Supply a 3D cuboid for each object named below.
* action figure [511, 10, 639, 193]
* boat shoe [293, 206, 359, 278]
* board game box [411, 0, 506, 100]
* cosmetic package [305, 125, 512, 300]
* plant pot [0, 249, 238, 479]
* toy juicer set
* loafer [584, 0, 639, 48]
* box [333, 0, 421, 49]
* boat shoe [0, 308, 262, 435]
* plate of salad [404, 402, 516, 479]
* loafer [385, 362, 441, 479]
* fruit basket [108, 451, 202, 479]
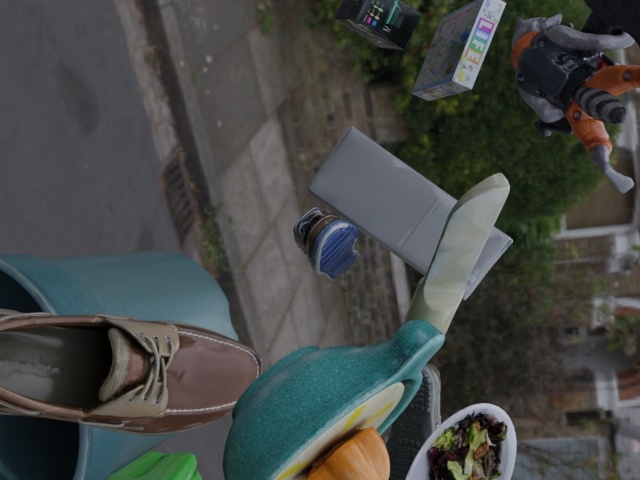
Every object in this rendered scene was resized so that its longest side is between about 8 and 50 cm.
[{"bbox_3d":[0.425,-0.286,1.302,0.330,0.178,0.341,49,-49,44],"label":"action figure"},{"bbox_3d":[0.000,0.000,0.975,0.066,0.066,0.183,46,-8,12],"label":"boat shoe"},{"bbox_3d":[0.159,-0.223,0.985,0.154,0.026,0.103,-154,-95,-79],"label":"board game box"},{"bbox_3d":[0.103,-0.035,1.038,0.238,0.107,0.127,38,3,-4],"label":"cosmetic package"},{"bbox_3d":[-0.300,0.157,1.072,0.334,0.341,0.341,-14,98,-58],"label":"plant pot"},{"bbox_3d":[0.009,0.124,0.505,0.089,0.329,0.209,47,-4,22],"label":"toy juicer set"},{"bbox_3d":[0.489,-0.300,1.156,0.302,0.095,0.109,57,-26,26],"label":"loafer"},{"bbox_3d":[0.072,-0.284,1.058,0.062,0.083,0.052,30,-84,60],"label":"box"},{"bbox_3d":[-0.195,0.129,0.799,0.116,0.324,0.123,-15,-108,58],"label":"boat shoe"},{"bbox_3d":[0.171,0.288,0.978,0.200,0.048,0.200,-13,113,-34],"label":"plate of salad"},{"bbox_3d":[0.159,0.306,1.321,0.087,0.094,0.251,-17,117,-57],"label":"loafer"},{"bbox_3d":[-0.402,0.519,1.424,0.392,0.392,0.283,-67,147,-65],"label":"fruit basket"}]
